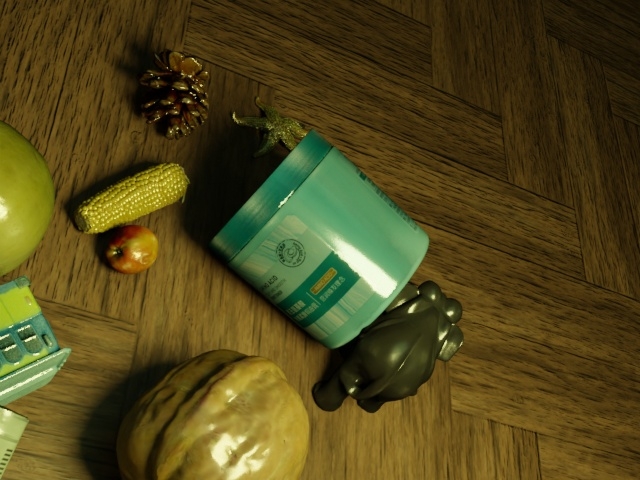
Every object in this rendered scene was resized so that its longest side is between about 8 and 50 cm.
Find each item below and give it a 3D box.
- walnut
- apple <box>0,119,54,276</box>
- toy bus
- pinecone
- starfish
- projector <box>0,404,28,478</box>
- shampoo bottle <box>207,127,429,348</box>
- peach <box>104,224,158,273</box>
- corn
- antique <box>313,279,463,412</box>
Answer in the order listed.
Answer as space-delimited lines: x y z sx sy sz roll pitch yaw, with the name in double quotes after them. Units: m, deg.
-0.172 0.346 1.532 0.306 0.306 0.344 48 54 2 "walnut"
-0.612 -0.093 1.553 0.295 0.233 0.257 38 52 -8 "apple"
-0.592 0.198 1.435 0.312 0.152 0.190 -26 77 -41 "toy bus"
-0.321 -0.318 1.935 0.150 0.179 0.195 -7 91 -22 "pinecone"
-0.118 -0.255 2.120 0.208 0.053 0.175 29 59 -7 "starfish"
-0.545 0.395 1.283 0.108 0.108 0.337 27 74 -17 "projector"
0.000 0.000 1.836 0.343 0.331 0.331 42 47 -6 "shampoo bottle"
-0.368 0.018 1.739 0.101 0.101 0.100 17 54 -24 "peach"
-0.382 -0.088 1.801 0.091 0.091 0.260 26 39 31 "corn"
0.157 0.227 1.848 0.185 0.255 0.322 41 45 -2 "antique"
